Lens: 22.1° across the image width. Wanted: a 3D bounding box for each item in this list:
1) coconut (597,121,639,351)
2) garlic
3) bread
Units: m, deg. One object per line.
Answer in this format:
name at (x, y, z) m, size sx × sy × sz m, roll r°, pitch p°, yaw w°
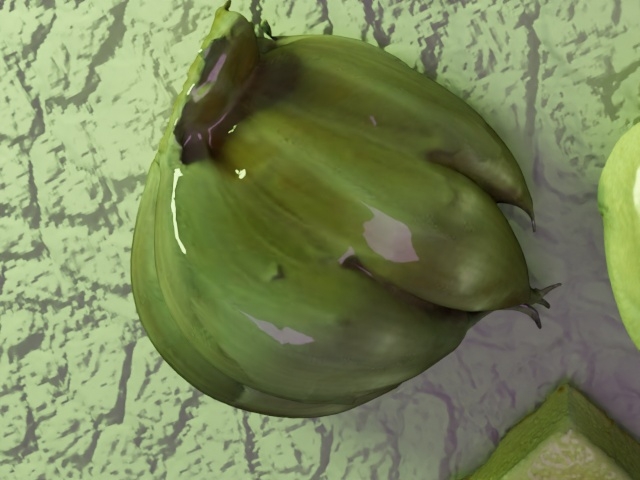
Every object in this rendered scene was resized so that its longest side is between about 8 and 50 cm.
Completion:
coconut at (0.264, 0.005, 0.950) m, size 0.224 × 0.224 × 0.224 m, roll 3°, pitch 114°, yaw 8°
garlic at (0.000, 0.000, 1.032) m, size 0.292 × 0.210 × 0.237 m, roll 45°, pitch 79°, yaw -6°
bread at (0.191, 0.199, 1.107) m, size 0.188 × 0.068 × 0.125 m, roll 40°, pitch 114°, yaw -8°
